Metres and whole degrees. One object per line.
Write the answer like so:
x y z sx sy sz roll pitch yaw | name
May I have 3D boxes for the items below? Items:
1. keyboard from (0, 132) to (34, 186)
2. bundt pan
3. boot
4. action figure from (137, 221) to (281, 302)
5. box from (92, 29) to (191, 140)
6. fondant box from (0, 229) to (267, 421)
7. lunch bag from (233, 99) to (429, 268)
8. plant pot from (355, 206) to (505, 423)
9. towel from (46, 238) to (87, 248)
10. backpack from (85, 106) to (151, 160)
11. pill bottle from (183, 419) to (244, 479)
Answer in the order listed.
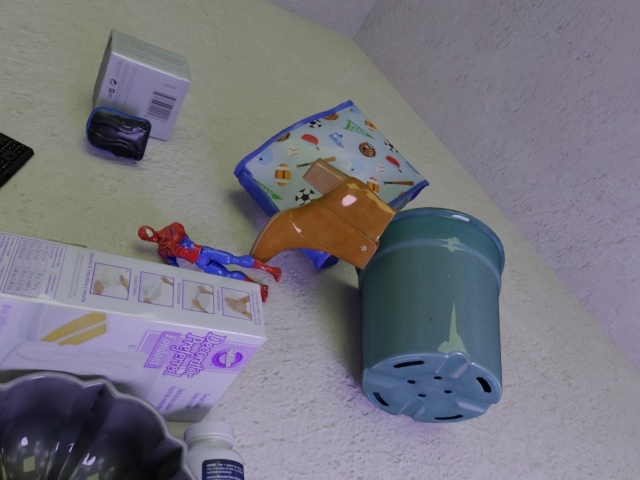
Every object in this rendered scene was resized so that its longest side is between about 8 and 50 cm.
-0.596 -0.143 0.821 0.100 0.038 0.192 24 35 -18 | keyboard
-0.294 0.310 0.471 0.331 0.124 0.330 24 35 -18 | bundt pan
0.001 -0.001 0.965 0.211 0.295 0.104 40 19 5 | boot
-0.214 0.052 0.880 0.281 0.091 0.139 26 23 -17 | action figure
-0.428 -0.364 1.113 0.182 0.181 0.119 12 41 -33 | box
-0.270 0.132 0.604 0.331 0.238 0.096 15 39 -30 | fondant box
0.018 -0.131 1.184 0.328 0.239 0.386 47 50 11 | lunch bag
0.224 0.165 0.967 0.341 0.341 0.334 27 42 -15 | plant pot
-0.427 0.055 0.746 0.110 0.027 0.148 7 44 -36 | towel
-0.448 -0.236 1.022 0.120 0.097 0.101 10 13 -35 | backpack
-0.145 0.331 0.609 0.094 0.094 0.169 17 39 -28 | pill bottle
